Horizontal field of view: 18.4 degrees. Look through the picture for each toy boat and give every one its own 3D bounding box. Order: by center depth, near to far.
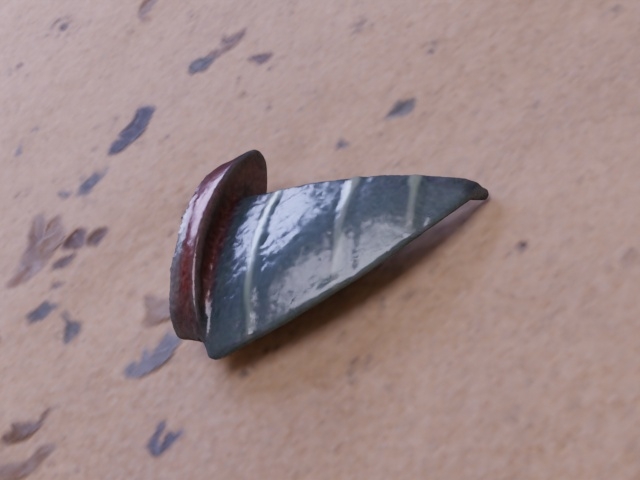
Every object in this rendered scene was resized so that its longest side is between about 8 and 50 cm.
[{"bbox_3d":[0.000,0.000,0.760,0.122,0.034,0.096,-7,55,33],"label":"toy boat"}]
